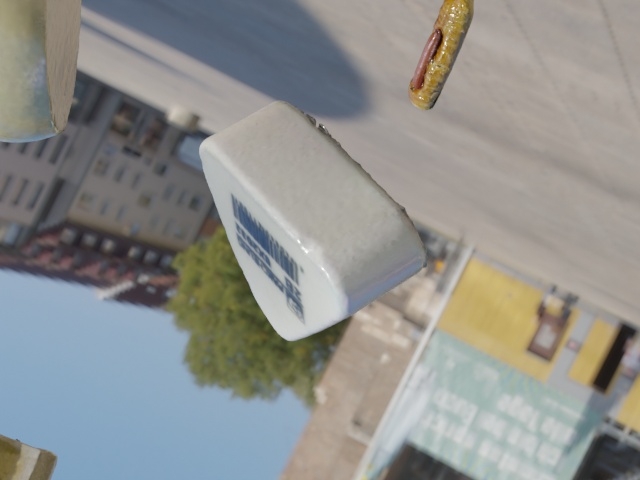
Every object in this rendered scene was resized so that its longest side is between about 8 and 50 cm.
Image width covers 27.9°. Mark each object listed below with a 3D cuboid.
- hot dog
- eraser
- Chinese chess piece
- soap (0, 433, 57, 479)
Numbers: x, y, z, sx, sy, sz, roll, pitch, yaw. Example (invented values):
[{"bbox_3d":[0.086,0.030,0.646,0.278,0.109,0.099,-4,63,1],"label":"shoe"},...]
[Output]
[{"bbox_3d":[0.175,-0.278,1.911,0.047,0.215,0.066,-5,-129,-24],"label":"hot dog"},{"bbox_3d":[0.000,0.000,1.713,0.331,0.150,0.331,44,153,29],"label":"eraser"},{"bbox_3d":[-0.271,-0.212,1.138,0.097,0.251,0.251,4,-176,-3],"label":"Chinese chess piece"},{"bbox_3d":[-0.562,0.404,1.911,0.259,0.281,0.143,18,165,4],"label":"soap"}]
